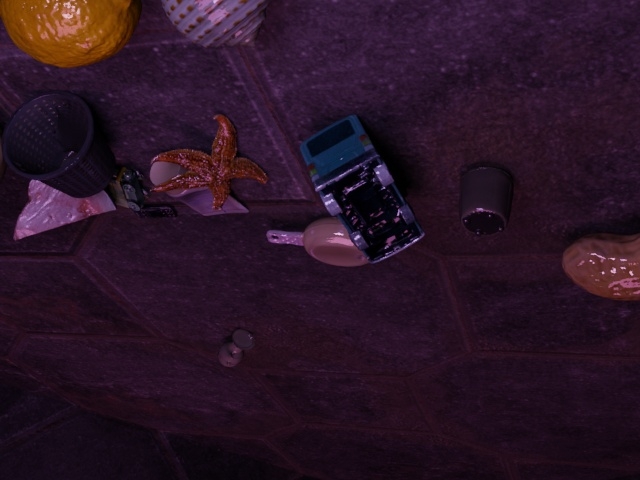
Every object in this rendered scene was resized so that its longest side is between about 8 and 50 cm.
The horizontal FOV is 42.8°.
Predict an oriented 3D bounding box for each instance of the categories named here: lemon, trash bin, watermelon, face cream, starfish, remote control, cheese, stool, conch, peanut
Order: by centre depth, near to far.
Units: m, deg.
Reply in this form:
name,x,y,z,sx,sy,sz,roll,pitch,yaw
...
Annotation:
name,x,y,z,sx,sy,sz,roll,pitch,yaw
conch,-0.143,-0.338,1.081,0.172,0.131,0.200,-15,143,39
lemon,-0.344,-0.327,1.127,0.181,0.180,0.193,35,164,-36
stool,0.288,-0.068,1.429,0.096,0.110,0.096,9,147,6
trash bin,-0.462,-0.160,1.490,0.176,0.175,0.161,4,161,13
peanut,0.600,0.039,1.493,0.313,0.149,0.149,-6,147,35
starfish,-0.200,-0.133,1.499,0.228,0.043,0.240,-10,138,-24
face cream,-0.245,-0.097,1.627,0.114,0.070,0.224,-3,160,27
watermelon,-0.538,-0.082,1.663,0.202,0.136,0.207,-15,170,-31
cheese,0.000,0.000,1.696,0.228,0.064,0.137,6,149,11
remote control,-0.355,-0.062,1.756,0.096,0.014,0.039,-1,149,18

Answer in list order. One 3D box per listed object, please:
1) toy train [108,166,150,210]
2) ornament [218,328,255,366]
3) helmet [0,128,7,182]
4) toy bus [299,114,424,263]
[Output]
name,x,y,z,sx,sy,sz,roll,pitch,yaw
toy train,-0.394,-0.108,1.658,0.081,0.050,0.122,17,151,12
ornament,-0.244,0.310,2.308,0.075,0.081,0.156,25,144,-14
helmet,-0.676,-0.195,1.512,0.258,0.137,0.204,38,180,-27
toy bus,0.076,-0.086,1.430,0.128,0.147,0.256,-28,141,8
